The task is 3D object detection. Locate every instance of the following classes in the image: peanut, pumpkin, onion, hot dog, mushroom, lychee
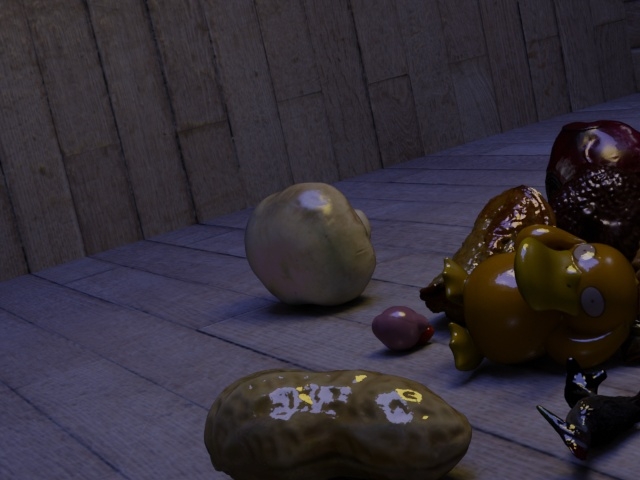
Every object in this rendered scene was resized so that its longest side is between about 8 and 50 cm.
[{"bbox_3d":[0.015,0.209,1.182,0.305,0.147,0.147,-4,13,17],"label":"peanut"},{"bbox_3d":[0.419,0.128,1.380,0.073,0.035,0.101,-15,17,25],"label":"pumpkin"},{"bbox_3d":[0.555,-0.131,2.088,0.216,0.206,0.207,-14,11,-4],"label":"onion"},{"bbox_3d":[0.277,0.031,1.703,0.259,0.114,0.175,-48,14,-27],"label":"hot dog"},{"bbox_3d":[0.000,0.000,1.986,0.260,0.254,0.234,39,46,19],"label":"mushroom"},{"bbox_3d":[0.458,-0.029,1.749,0.194,0.194,0.194,-12,11,2],"label":"lychee"}]

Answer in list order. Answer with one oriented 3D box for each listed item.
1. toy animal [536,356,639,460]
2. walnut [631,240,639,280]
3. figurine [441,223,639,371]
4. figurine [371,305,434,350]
[{"bbox_3d":[0.291,0.185,1.146,0.105,0.070,0.202,14,18,24],"label":"toy animal"},{"bbox_3d":[0.492,0.051,1.451,0.143,0.170,0.069,-4,-31,27],"label":"walnut"},{"bbox_3d":[0.287,0.079,1.421,0.215,0.215,0.228,-22,-9,-40],"label":"figurine"},{"bbox_3d":[0.121,0.130,1.609,0.083,0.071,0.067,-16,50,25],"label":"figurine"}]
